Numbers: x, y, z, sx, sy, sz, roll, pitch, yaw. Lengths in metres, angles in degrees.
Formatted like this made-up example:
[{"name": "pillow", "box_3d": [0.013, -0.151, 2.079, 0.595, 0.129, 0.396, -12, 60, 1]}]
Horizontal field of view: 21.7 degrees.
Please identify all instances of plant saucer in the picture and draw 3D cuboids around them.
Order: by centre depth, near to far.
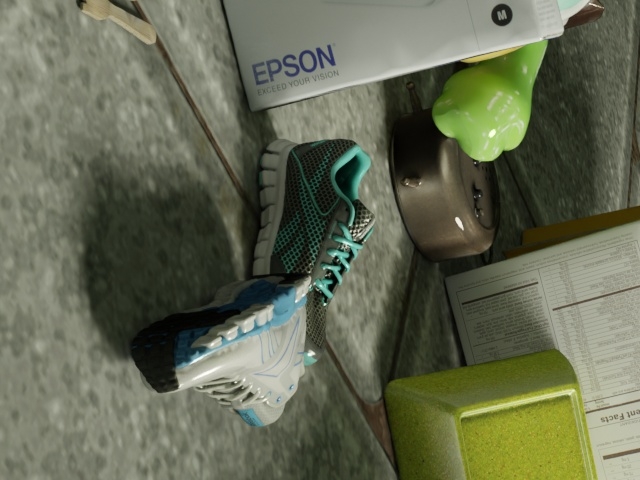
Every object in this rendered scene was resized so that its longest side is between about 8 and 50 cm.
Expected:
[{"name": "plant saucer", "box_3d": [0.150, 0.185, 1.282, 0.188, 0.045, 0.188, -7, 85, -36]}]

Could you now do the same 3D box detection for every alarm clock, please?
[{"name": "alarm clock", "box_3d": [0.117, -0.039, 1.418, 0.192, 0.064, 0.129, 55, 32, -49]}]

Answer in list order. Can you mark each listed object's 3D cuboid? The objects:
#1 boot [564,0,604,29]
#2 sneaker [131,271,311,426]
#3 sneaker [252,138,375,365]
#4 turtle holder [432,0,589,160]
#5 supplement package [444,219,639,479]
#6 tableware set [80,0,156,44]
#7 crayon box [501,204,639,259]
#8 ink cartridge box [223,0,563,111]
[{"name": "boot", "box_3d": [0.225, -0.240, 1.693, 0.106, 0.114, 0.037, 35, 48, -59]}, {"name": "sneaker", "box_3d": [-0.046, 0.073, 0.975, 0.191, 0.071, 0.082, -23, 106, -66]}, {"name": "sneaker", "box_3d": [0.000, 0.000, 1.102, 0.065, 0.076, 0.166, 40, 44, -55]}, {"name": "turtle holder", "box_3d": [0.096, -0.233, 1.239, 0.227, 0.243, 0.320, -57, 173, -37]}, {"name": "supplement package", "box_3d": [0.265, 0.127, 1.440, 0.199, 0.198, 0.262, -6, 80, -56]}, {"name": "tableware set", "box_3d": [-0.132, -0.198, 0.942, 0.194, 0.039, 0.128, 24, 57, -63]}, {"name": "crayon box", "box_3d": [0.332, 0.068, 1.673, 0.083, 0.203, 0.323, -80, 149, -42]}, {"name": "ink cartridge box", "box_3d": [0.027, -0.215, 1.083, 0.045, 0.223, 0.224, -21, 97, -61]}]
